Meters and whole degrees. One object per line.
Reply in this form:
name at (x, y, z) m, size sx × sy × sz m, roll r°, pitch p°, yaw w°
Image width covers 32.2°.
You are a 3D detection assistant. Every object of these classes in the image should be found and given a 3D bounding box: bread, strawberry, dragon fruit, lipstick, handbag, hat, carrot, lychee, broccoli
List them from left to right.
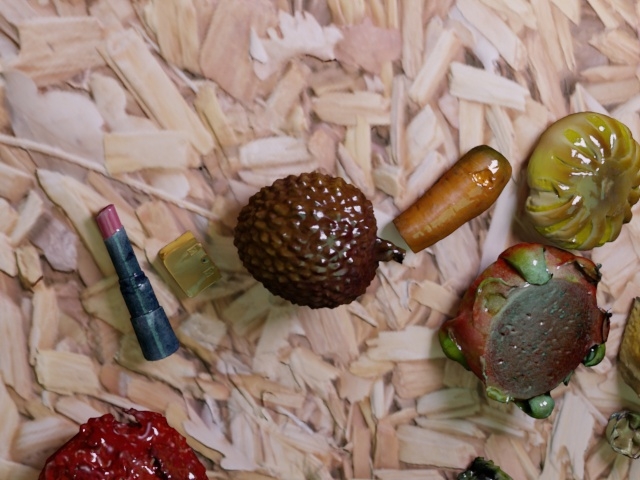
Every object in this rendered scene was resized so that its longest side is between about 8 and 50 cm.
strawberry at (-0.274, 0.381, 1.563) m, size 0.274 × 0.220 × 0.274 m, roll -10°, pitch 115°, yaw -21°
lipstick at (-0.257, 0.057, 1.532) m, size 0.054 × 0.053 × 0.234 m, roll -22°, pitch 116°, yaw -11°
handbag at (-0.184, 0.035, 1.565) m, size 0.061 × 0.027 × 0.083 m, roll -36°, pitch 121°, yaw -4°
lychee at (0.000, 0.000, 1.528) m, size 0.238 × 0.200 × 0.200 m, roll 6°, pitch 111°, yaw 2°
carrot at (0.199, -0.058, 1.642) m, size 0.193 × 0.087 × 0.087 m, roll -44°, pitch 119°, yaw 3°
broccoli at (0.355, 0.474, 1.899) m, size 0.304 × 0.165 × 0.145 m, roll 19°, pitch 96°, yaw -37°
dragon fruit at (0.328, 0.134, 1.739) m, size 0.269 × 0.130 × 0.295 m, roll -5°, pitch 113°, yaw -19°
bread at (0.410, -0.087, 1.683) m, size 0.213 × 0.105 × 0.213 m, roll -4°, pitch 99°, yaw -24°
hat at (0.538, 0.334, 1.944) m, size 0.076 × 0.059 × 0.077 m, roll 23°, pitch 97°, yaw -11°
bread at (0.582, 0.224, 1.857) m, size 0.133 × 0.174 × 0.251 m, roll -40°, pitch 123°, yaw 2°
